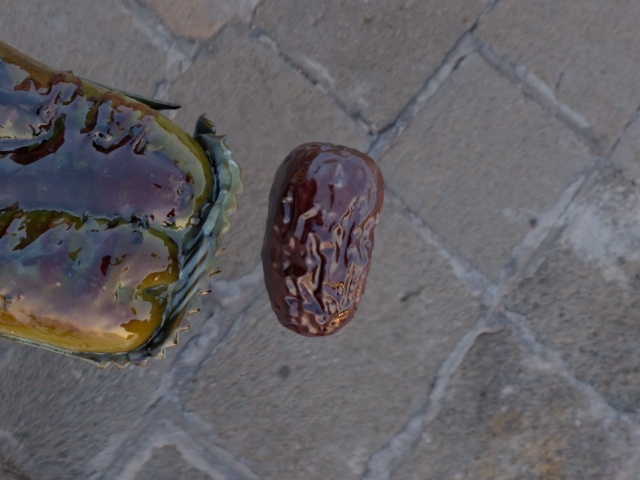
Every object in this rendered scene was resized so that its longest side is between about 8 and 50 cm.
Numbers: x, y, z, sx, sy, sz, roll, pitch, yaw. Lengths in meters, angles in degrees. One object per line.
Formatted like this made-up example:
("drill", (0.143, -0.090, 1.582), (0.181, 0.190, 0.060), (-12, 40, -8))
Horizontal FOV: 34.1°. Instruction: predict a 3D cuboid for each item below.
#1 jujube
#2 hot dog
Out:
("jujube", (0.000, 0.000, 0.684), (0.077, 0.077, 0.129), (4, 102, -17))
("hot dog", (-0.176, -0.030, 0.569), (0.270, 0.082, 0.163), (18, 80, 5))
